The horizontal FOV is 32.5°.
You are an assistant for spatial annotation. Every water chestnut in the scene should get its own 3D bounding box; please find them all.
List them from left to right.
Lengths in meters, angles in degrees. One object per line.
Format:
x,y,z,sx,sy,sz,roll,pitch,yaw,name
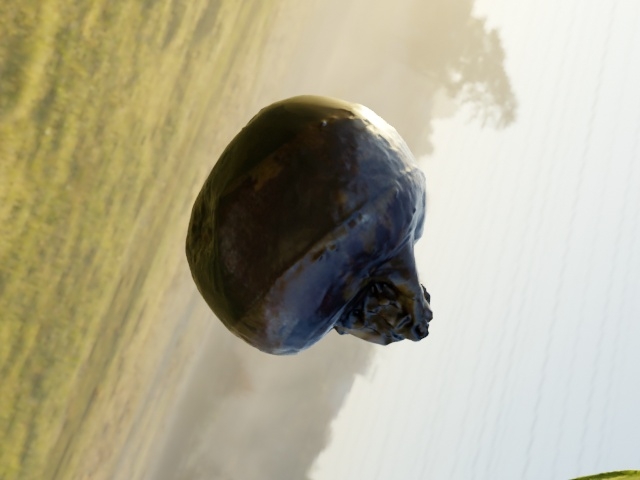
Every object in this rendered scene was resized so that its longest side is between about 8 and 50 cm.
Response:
0.000,0.000,0.931,0.223,0.238,0.223,-46,177,-4,water chestnut

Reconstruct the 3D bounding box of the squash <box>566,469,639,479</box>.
0.234,0.381,0.876,0.233,0.210,0.309,-70,143,-66,squash
